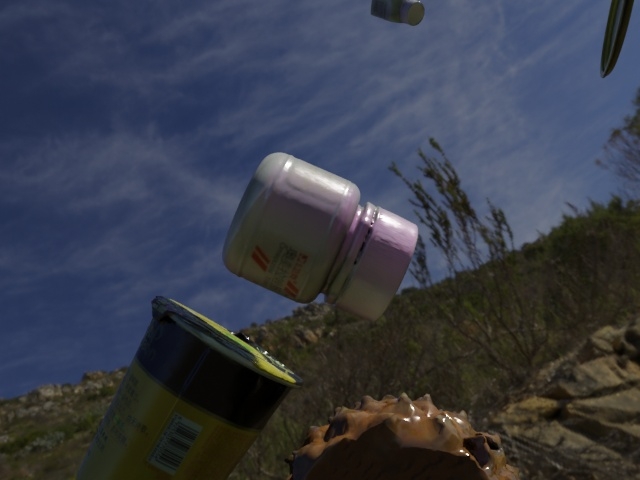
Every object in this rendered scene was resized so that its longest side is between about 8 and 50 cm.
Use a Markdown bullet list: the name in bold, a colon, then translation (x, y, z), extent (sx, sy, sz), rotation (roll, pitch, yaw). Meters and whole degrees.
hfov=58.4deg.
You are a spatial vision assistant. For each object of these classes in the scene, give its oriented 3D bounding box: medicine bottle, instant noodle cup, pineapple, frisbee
- **medicine bottle**: translation (0.000, 0.000, 1.046), extent (0.241, 0.302, 0.241), rotation (-156, 90, -89)
- **instant noodle cup**: translation (-0.166, 0.215, 0.692), extent (0.236, 0.215, 0.215), rotation (-59, -33, -9)
- **pineapple**: translation (0.089, 0.259, 0.581), extent (0.223, 0.223, 0.357), rotation (-36, -18, 2)
- **medicine bottle**: translation (0.177, -0.523, 1.290), extent (0.074, 0.118, 0.055), rotation (-16, -52, -31)
- **frisbee**: translation (0.520, -0.403, 0.994), extent (0.236, 0.017, 0.236), rotation (10, -90, -72)
